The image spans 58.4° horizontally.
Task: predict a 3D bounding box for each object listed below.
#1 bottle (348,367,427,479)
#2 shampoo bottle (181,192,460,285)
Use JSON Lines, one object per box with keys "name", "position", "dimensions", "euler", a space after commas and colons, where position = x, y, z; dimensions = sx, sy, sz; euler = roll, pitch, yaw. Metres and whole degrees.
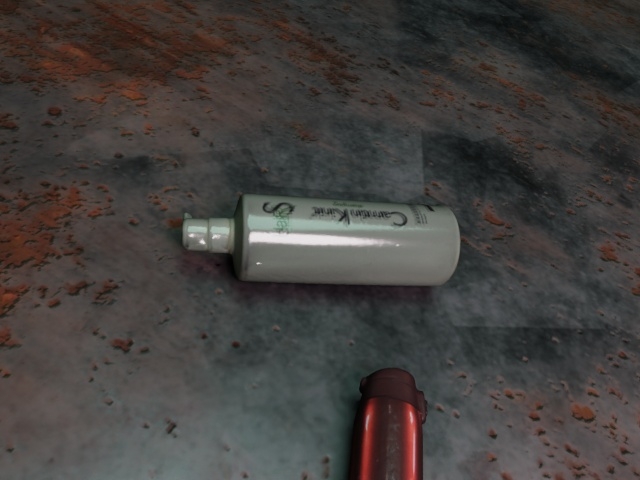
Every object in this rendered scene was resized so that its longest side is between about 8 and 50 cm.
{"name": "bottle", "position": [0.050, 0.173, 0.425], "dimensions": [0.060, 0.060, 0.164], "euler": [14, 45, -4]}
{"name": "shampoo bottle", "position": [0.000, 0.000, 0.556], "dimensions": [0.262, 0.085, 0.085], "euler": [2, 47, -15]}
